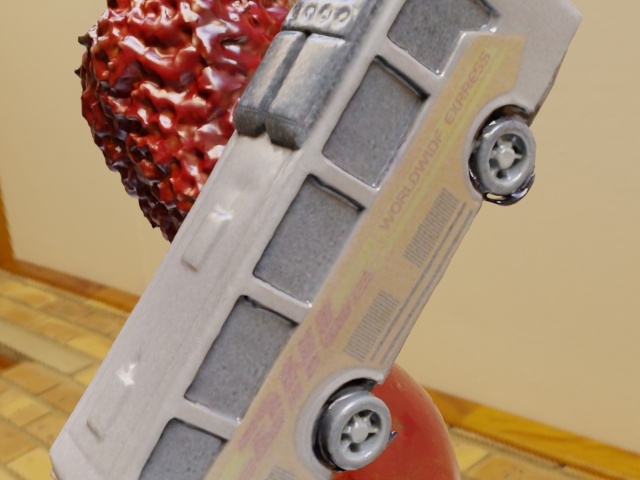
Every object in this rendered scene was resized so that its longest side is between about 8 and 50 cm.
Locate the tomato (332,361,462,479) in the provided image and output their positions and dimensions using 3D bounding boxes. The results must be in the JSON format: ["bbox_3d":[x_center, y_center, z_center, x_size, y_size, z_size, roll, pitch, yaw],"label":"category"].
[{"bbox_3d":[-0.020,0.258,1.020,0.290,0.293,0.325,-40,-142,35],"label":"tomato"}]

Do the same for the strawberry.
[{"bbox_3d":[-0.091,-0.127,1.021,0.343,0.292,0.292,60,-35,3],"label":"strawberry"}]

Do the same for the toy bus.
[{"bbox_3d":[0.000,0.000,0.496,0.138,0.342,0.097,31,-4,-35],"label":"toy bus"}]
